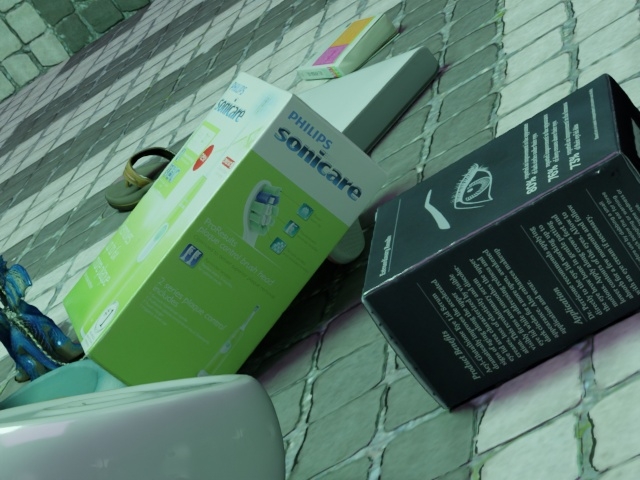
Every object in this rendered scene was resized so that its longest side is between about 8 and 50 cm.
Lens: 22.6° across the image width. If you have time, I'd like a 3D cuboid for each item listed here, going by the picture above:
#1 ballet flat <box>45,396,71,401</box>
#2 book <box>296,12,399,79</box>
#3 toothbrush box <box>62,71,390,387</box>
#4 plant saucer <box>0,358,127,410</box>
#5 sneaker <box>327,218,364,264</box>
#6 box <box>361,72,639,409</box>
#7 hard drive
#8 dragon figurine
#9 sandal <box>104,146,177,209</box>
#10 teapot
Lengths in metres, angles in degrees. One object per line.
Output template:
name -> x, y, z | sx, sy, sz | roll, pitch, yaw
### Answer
ballet flat -> -0.288, 0.267, 1.294 | 0.124, 0.116, 0.342 | -44, 11, 47
book -> 0.031, -0.251, 2.099 | 0.096, 0.035, 0.144 | -44, 18, -13
toothbrush box -> -0.093, 0.001, 1.440 | 0.283, 0.122, 0.206 | -51, 19, 0
plant saucer -> -0.296, 0.212, 1.520 | 0.318, 0.043, 0.317 | -32, 19, 12
sneaker -> 0.000, 0.000, 1.494 | 0.070, 0.051, 0.134 | -44, 20, 19
box -> 0.144, -0.001, 1.117 | 0.207, 0.108, 0.153 | -31, 19, 20
hard drive -> -0.022, -0.121, 1.851 | 0.307, 0.040, 0.203 | -14, 29, 51
dragon figurine -> -0.333, 0.086, 1.740 | 0.085, 0.144, 0.289 | -41, 18, -12
sandal -> -0.225, -0.091, 2.125 | 0.090, 0.060, 0.219 | -45, 19, -24
teapot -> -0.135, 0.195, 1.048 | 0.253, 0.187, 0.256 | -9, 0, 19
